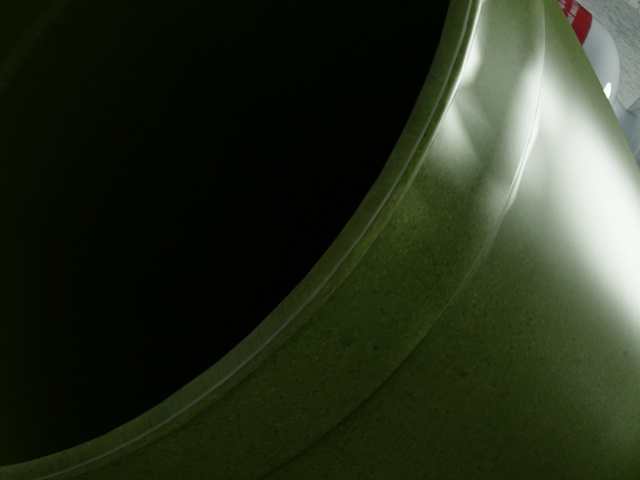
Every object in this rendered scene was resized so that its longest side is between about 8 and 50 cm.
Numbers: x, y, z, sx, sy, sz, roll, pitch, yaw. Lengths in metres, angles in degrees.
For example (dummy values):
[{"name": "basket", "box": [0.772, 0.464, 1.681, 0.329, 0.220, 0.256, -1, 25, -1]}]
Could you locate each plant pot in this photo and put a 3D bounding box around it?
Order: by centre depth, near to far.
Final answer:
[{"name": "plant pot", "box": [0.007, 0.012, 0.907, 0.353, 0.366, 0.366, 39, 14, -43]}]

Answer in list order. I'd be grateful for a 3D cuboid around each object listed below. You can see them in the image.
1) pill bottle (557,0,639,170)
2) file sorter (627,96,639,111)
[{"name": "pill bottle", "box": [0.064, -0.124, 1.384, 0.408, 0.229, 0.229, 38, 18, -6]}, {"name": "file sorter", "box": [0.298, -0.005, 1.565, 0.173, 0.277, 0.193, 48, 20, 17]}]
